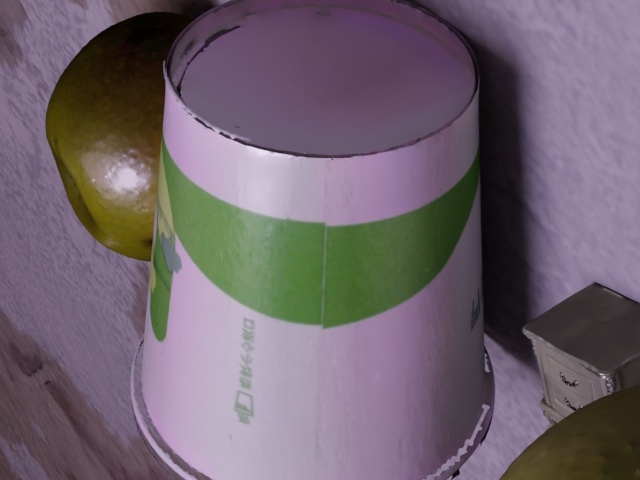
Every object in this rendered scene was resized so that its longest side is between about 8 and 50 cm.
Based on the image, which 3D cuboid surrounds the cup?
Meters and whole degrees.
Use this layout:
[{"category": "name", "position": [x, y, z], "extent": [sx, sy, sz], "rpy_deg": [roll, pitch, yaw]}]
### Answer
[{"category": "cup", "position": [0.000, 0.000, 1.125], "extent": [0.253, 0.253, 0.274], "rpy_deg": [41, 143, 37]}]

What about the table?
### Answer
[{"category": "table", "position": [0.174, 0.085, 1.069], "extent": [0.079, 0.062, 0.083], "rpy_deg": [30, 143, 50]}]

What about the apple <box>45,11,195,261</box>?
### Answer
[{"category": "apple", "position": [-0.125, -0.074, 1.372], "extent": [0.196, 0.157, 0.196], "rpy_deg": [56, 163, 26]}]

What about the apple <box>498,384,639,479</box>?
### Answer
[{"category": "apple", "position": [0.199, 0.220, 0.922], "extent": [0.292, 0.254, 0.292], "rpy_deg": [24, 131, 31]}]
